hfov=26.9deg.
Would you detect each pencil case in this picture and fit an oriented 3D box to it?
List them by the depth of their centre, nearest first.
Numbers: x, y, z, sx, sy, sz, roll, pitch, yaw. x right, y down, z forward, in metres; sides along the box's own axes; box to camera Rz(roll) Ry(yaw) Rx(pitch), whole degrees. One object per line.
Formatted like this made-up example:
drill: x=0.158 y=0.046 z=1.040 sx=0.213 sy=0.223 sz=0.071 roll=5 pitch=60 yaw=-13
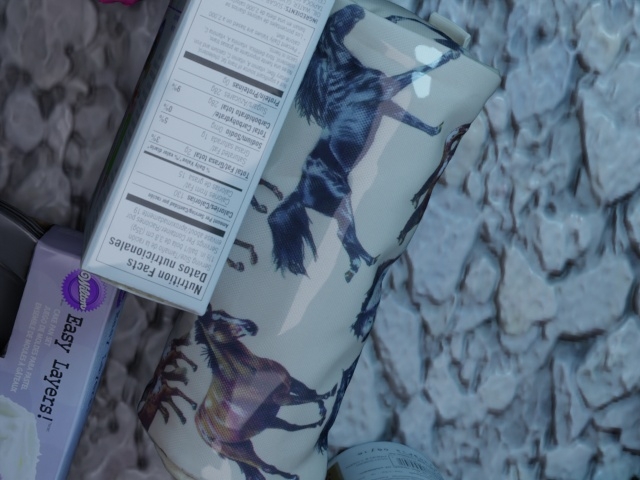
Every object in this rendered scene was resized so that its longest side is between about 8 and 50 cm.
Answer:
pencil case: x=0.000 y=0.000 z=1.057 sx=0.160 sy=0.183 sz=0.410 roll=25 pitch=96 yaw=15

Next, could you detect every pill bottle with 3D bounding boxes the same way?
pill bottle: x=0.062 y=0.257 z=1.075 sx=0.131 sy=0.229 sz=0.131 roll=-1 pitch=100 yaw=-6

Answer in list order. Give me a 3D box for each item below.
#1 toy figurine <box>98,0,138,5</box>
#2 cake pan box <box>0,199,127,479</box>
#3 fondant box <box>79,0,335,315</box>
toy figurine: x=-0.157 y=-0.252 z=1.002 sx=0.173 sy=0.130 sz=0.159 roll=-40 pitch=138 yaw=9
cake pan box: x=-0.296 y=0.085 z=1.053 sx=0.246 sy=0.070 sz=0.266 roll=20 pitch=105 yaw=-4
fondant box: x=-0.073 y=-0.135 z=0.982 sx=0.096 sy=0.238 sz=0.330 roll=23 pitch=97 yaw=-12
